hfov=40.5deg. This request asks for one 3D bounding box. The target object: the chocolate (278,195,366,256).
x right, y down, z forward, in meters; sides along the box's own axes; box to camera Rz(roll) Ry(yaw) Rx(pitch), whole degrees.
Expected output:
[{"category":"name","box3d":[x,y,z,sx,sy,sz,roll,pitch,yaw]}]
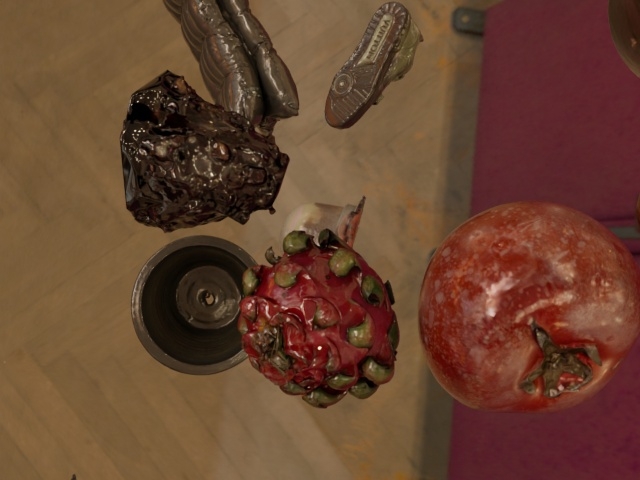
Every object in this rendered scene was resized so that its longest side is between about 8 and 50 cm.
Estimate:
[{"category":"chocolate","box3d":[-0.004,0.001,1.623,0.147,0.221,0.221,14,77,-1]}]

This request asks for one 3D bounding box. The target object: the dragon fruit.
[{"category":"dragon fruit","box3d":[0.006,0.108,1.052,0.198,0.218,0.272,-56,143,-21]}]

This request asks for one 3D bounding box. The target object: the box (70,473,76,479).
[{"category":"box","box3d":[-0.416,0.535,1.254,0.106,0.337,0.264,11,103,-23]}]

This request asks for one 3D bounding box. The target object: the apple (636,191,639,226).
[{"category":"apple","box3d":[0.320,-0.015,0.645,0.158,0.156,0.147,16,104,-8]}]

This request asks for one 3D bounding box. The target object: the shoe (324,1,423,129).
[{"category":"shoe","box3d":[0.129,-0.356,1.871,0.149,0.109,0.292,17,105,-54]}]

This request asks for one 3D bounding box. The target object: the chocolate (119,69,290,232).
[{"category":"chocolate","box3d":[-0.096,-0.076,0.825,0.133,0.156,0.156,9,78,12]}]

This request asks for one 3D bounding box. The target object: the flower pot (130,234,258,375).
[{"category":"flower pot","box3d":[-0.201,0.108,1.510,0.235,0.148,0.235,0,91,-2]}]

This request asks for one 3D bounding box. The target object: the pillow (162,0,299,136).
[{"category":"pillow","box3d":[-0.138,-0.284,1.134,0.101,0.228,0.326,-25,95,-10]}]

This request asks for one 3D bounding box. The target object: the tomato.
[{"category":"tomato","box3d":[0.245,0.074,1.042,0.270,0.270,0.227,3,41,-20]}]

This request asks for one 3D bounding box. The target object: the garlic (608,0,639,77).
[{"category":"garlic","box3d":[0.509,-0.315,1.207,0.132,0.279,0.325,-36,82,-5]}]
